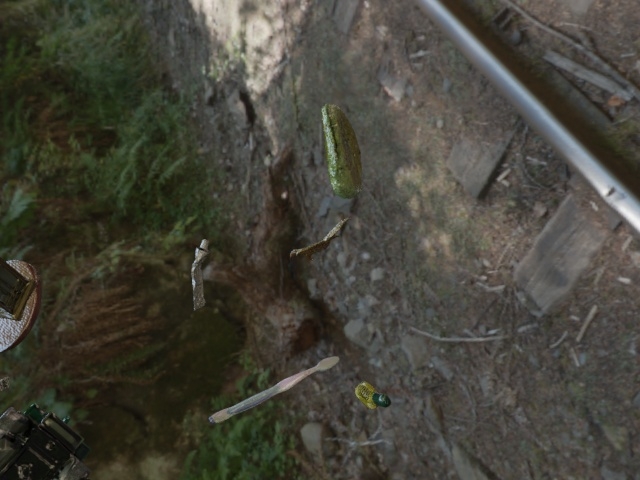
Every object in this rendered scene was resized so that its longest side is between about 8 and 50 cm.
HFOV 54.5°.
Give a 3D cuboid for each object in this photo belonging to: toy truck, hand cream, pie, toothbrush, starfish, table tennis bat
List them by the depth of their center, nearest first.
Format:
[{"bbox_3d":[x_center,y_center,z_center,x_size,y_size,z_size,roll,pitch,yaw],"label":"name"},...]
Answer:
[{"bbox_3d":[-0.508,0.416,0.954,0.176,0.363,0.178,45,140,-11],"label":"toy truck"},{"bbox_3d":[-0.082,0.277,1.160,0.021,0.269,0.027,56,157,32],"label":"toothbrush"},{"bbox_3d":[-1.009,0.254,1.928,0.268,0.051,0.415,27,87,26],"label":"table tennis bat"},{"bbox_3d":[0.004,0.007,2.018,0.238,0.213,0.057,-33,84,20],"label":"starfish"},{"bbox_3d":[0.071,-0.289,2.021,0.070,0.323,0.324,-11,85,18],"label":"pie"},{"bbox_3d":[-0.440,0.123,2.279,0.050,0.084,0.257,9,99,14],"label":"hand cream"}]

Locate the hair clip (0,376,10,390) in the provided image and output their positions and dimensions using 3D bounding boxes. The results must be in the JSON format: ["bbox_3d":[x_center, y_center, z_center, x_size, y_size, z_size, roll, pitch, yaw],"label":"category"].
[{"bbox_3d":[-1.011,0.450,1.862,0.172,0.049,0.116,-18,80,15],"label":"hair clip"}]

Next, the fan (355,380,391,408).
[{"bbox_3d":[0.147,0.438,1.732,0.082,0.039,0.155,52,159,-8],"label":"fan"}]

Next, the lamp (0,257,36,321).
[{"bbox_3d":[-0.616,0.038,1.067,0.325,0.089,0.090,78,-158,-62],"label":"lamp"}]
